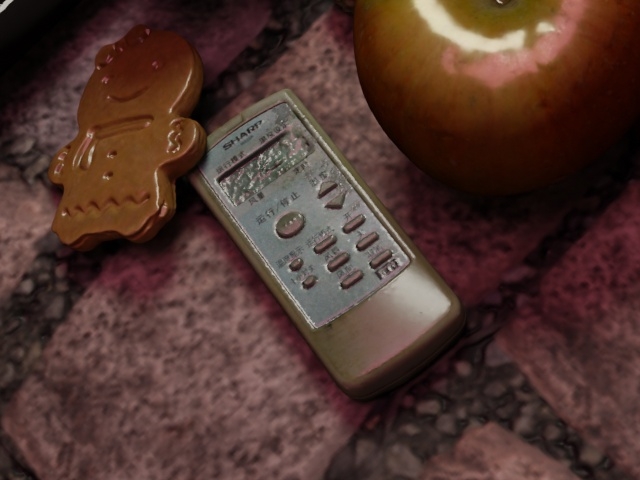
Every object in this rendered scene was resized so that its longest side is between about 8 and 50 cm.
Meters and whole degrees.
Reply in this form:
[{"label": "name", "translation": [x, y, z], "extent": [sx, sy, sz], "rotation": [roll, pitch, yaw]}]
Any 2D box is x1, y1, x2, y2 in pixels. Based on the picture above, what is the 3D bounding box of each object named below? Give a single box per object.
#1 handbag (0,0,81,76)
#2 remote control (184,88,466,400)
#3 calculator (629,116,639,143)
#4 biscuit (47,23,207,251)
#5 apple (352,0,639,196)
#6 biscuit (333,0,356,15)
[{"label": "handbag", "translation": [-0.283, -0.277, 1.424], "extent": [0.288, 0.152, 0.342], "rotation": [28, 65, 35]}, {"label": "remote control", "translation": [0.000, 0.000, 1.258], "extent": [0.098, 0.038, 0.233], "rotation": [-35, 59, -4]}, {"label": "calculator", "translation": [0.306, -0.094, 1.220], "extent": [0.191, 0.034, 0.126], "rotation": [19, 72, 25]}, {"label": "biscuit", "translation": [-0.134, -0.075, 1.321], "extent": [0.133, 0.027, 0.184], "rotation": [3, 64, 40]}, {"label": "apple", "translation": [0.127, -0.141, 1.220], "extent": [0.210, 0.173, 0.234], "rotation": [27, 83, 22]}, {"label": "biscuit", "translation": [0.057, -0.237, 1.346], "extent": [0.082, 0.070, 0.168], "rotation": [11, 69, 31]}]
